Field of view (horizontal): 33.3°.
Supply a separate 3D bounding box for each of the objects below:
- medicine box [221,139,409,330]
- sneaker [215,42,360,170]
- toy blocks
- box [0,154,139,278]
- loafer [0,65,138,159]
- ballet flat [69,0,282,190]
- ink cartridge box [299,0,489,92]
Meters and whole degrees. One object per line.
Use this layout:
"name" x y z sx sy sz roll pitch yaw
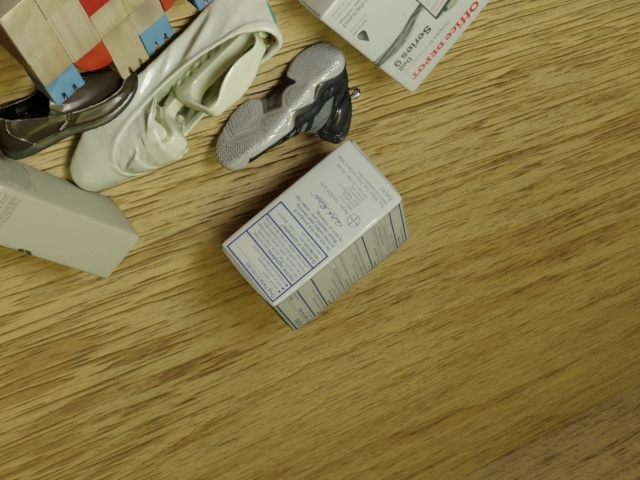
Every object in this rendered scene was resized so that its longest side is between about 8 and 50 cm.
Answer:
"medicine box" 0.000 0.000 1.891 0.289 0.149 0.263 -39 164 -4
"sneaker" -0.042 -0.190 1.765 0.268 0.101 0.153 -44 141 -2
"toy blocks" -0.281 -0.323 1.378 0.381 0.190 0.261 -44 157 -12
"box" -0.409 -0.038 1.579 0.094 0.113 0.275 -50 142 12
"loafer" -0.356 -0.192 1.495 0.220 0.080 0.078 -33 143 -12
"ballet flat" -0.210 -0.203 1.578 0.400 0.139 0.139 -45 143 5
"ink cartridge box" 0.112 -0.394 1.686 0.211 0.121 0.289 -50 143 11
